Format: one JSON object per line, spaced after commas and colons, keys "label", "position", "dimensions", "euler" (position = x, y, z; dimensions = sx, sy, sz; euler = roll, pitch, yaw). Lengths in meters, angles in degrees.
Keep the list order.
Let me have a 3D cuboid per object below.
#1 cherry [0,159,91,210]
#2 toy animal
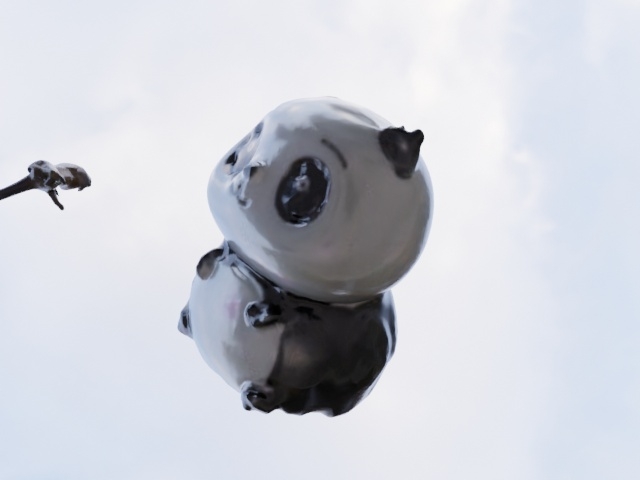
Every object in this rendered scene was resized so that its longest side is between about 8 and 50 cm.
{"label": "cherry", "position": [-0.215, -0.006, 0.529], "dimensions": [0.226, 0.107, 0.090], "euler": [-3, -113, 8]}
{"label": "toy animal", "position": [-0.007, 0.003, 0.849], "dimensions": [0.165, 0.187, 0.235], "euler": [-5, -60, -36]}
